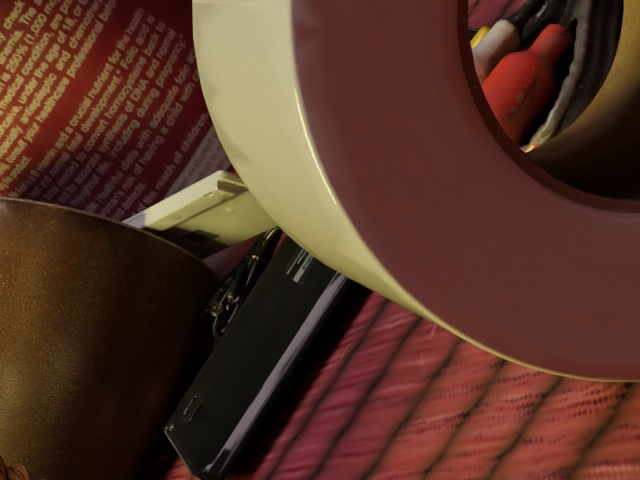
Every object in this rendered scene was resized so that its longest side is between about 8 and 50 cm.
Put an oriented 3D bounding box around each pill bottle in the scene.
[{"bbox_3d":[-0.202,-0.145,1.392,0.224,0.392,0.224,-51,18,23],"label":"pill bottle"}]

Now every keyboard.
[{"bbox_3d":[-0.088,-0.007,1.254,0.256,0.072,0.014,-22,62,60],"label":"keyboard"},{"bbox_3d":[0.000,0.000,1.181,0.317,0.033,0.201,-56,19,1],"label":"keyboard"}]

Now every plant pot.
[{"bbox_3d":[-0.196,0.116,1.282,0.215,0.215,0.230,-25,50,62],"label":"plant pot"}]

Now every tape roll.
[{"bbox_3d":[0.086,-0.083,0.689,0.246,0.246,0.169,-58,15,-1],"label":"tape roll"}]

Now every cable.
[{"bbox_3d":[0.123,-0.131,0.983,0.287,0.072,0.139,-61,22,-13],"label":"cable"}]

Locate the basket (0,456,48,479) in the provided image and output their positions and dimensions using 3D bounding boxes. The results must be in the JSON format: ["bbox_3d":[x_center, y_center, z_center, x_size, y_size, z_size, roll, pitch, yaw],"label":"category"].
[{"bbox_3d":[-0.234,0.268,0.994,0.299,0.223,0.213,-48,21,19],"label":"basket"}]
